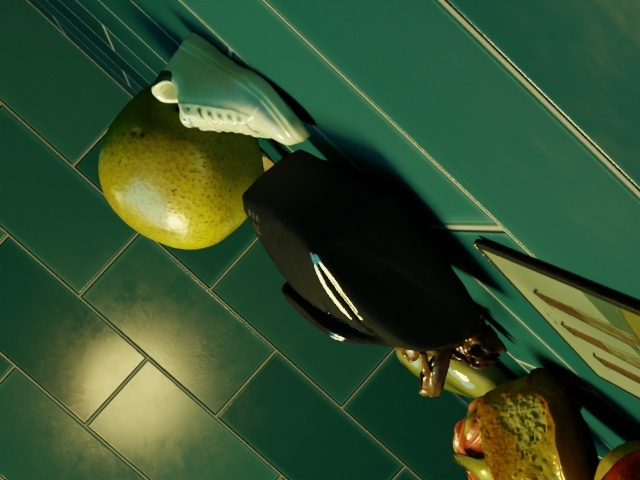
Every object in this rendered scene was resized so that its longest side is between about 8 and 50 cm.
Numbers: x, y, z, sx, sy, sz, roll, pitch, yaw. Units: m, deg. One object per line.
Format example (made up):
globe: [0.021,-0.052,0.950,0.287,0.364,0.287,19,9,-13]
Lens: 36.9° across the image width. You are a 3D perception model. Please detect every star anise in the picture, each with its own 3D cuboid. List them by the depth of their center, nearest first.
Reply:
star anise: [0.170,0.134,1.441,0.237,0.148,0.346,40,-174,-5]

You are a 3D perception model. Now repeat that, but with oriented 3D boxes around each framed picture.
framed picture: [0.298,0.108,0.926,0.244,0.013,0.324,45,174,-22]

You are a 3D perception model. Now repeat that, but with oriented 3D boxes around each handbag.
handbag: [0.040,0.040,1.258,0.275,0.178,0.302,56,169,-26]

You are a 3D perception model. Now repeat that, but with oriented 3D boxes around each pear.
pear: [-0.227,-0.129,1.576,0.294,0.294,0.294,42,176,4]

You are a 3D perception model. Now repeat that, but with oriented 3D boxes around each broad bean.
broad bean: [0.265,0.250,1.889,0.189,0.121,0.263,41,175,-42]

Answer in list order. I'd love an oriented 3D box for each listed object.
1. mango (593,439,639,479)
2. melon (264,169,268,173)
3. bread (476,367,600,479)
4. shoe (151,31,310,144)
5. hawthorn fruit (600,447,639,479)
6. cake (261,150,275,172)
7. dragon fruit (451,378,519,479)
mango: [0.439,0.342,1.196,0.195,0.142,0.332,45,-175,28]
melon: [-0.055,-0.069,1.642,0.114,0.114,0.167,45,175,-28]
bread: [0.323,0.313,1.370,0.268,0.146,0.268,55,-159,-34]
shoe: [-0.125,-0.175,1.268,0.265,0.110,0.095,42,175,38]
hawthorn fruit: [0.366,0.282,0.953,0.189,0.189,0.189,42,176,4]
cake: [-0.115,-0.140,1.894,0.065,0.052,0.121,33,172,33]
dragon fruit: [0.339,0.359,1.695,0.224,0.224,0.227,42,156,-1]
